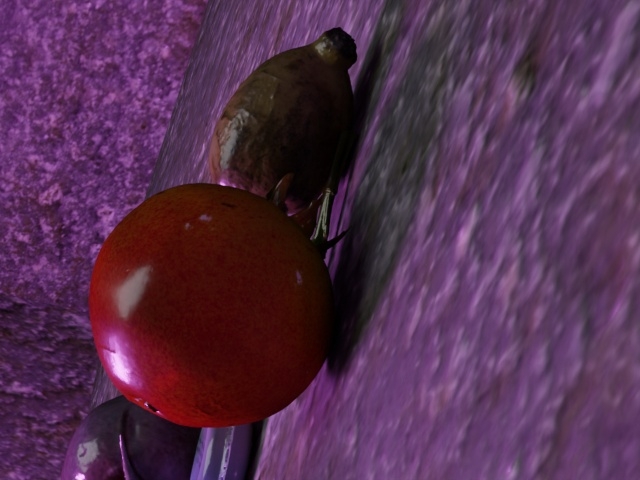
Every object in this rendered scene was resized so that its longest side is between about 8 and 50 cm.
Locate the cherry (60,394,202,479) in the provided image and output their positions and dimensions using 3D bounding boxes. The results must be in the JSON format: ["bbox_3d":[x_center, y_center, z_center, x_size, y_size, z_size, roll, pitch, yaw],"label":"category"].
[{"bbox_3d":[-0.206,0.275,1.786,0.266,0.183,0.213,-41,-25,-81],"label":"cherry"}]

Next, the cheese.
[{"bbox_3d":[-0.114,0.269,1.658,0.135,0.052,0.245,-151,74,-82],"label":"cheese"}]

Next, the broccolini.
[{"bbox_3d":[0.000,0.000,1.470,0.042,0.044,0.218,-9,-62,-85],"label":"broccolini"}]

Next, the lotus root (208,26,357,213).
[{"bbox_3d":[-0.029,-0.113,1.508,0.214,0.138,0.138,-58,14,9],"label":"lotus root"}]

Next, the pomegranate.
[{"bbox_3d":[-0.086,0.043,1.371,0.257,0.221,0.221,-47,-2,-24],"label":"pomegranate"}]
